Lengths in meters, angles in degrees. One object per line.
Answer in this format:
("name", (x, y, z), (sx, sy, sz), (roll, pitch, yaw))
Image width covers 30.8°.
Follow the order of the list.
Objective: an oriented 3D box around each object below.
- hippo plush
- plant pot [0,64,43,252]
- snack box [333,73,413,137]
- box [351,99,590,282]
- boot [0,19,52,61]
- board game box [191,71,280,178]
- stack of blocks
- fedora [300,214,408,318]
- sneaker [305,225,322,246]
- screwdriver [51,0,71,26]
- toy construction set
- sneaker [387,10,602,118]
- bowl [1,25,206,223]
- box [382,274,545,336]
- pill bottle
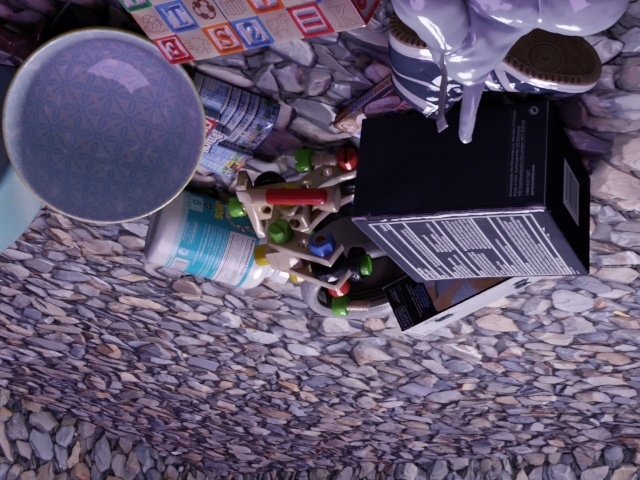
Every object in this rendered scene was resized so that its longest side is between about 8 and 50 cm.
("hippo plush", (0.213, -0.286, 1.261), (0.236, 0.294, 0.234), (-11, 174, 21))
("plant pot", (-0.571, -0.120, 1.871), (0.247, 0.252, 0.247), (9, 156, -1))
("snack box", (0.092, -0.202, 1.751), (0.064, 0.022, 0.178), (19, 154, -25))
("box", (0.240, -0.067, 1.788), (0.294, 0.183, 0.296), (-4, 158, 24))
("boot", (-0.449, -0.303, 1.682), (0.114, 0.037, 0.106), (29, 140, -1))
("board game box", (-0.192, -0.185, 1.837), (0.194, 0.060, 0.194), (18, 154, -20))
("stack of blocks", (-0.092, -0.303, 1.275), (0.297, 0.087, 0.171), (-4, 136, 39))
("fedora", (0.082, 0.035, 2.104), (0.275, 0.124, 0.244), (-2, 145, -26))
("sneaker", (0.000, 0.000, 2.184), (0.077, 0.072, 0.178), (-7, 162, 4))
("screwdriver", (-0.395, -0.310, 1.693), (0.024, 0.025, 0.170), (22, 143, -25))
("toy construction set", (-0.061, -0.040, 1.861), (0.237, 0.257, 0.309), (1, 163, 17))
("sneaker", (0.225, -0.226, 1.562), (0.282, 0.099, 0.153), (13, 151, 6))
("bowl", (-0.317, -0.186, 1.724), (0.289, 0.289, 0.156), (15, -162, -14))
("box", (0.269, 0.063, 2.003), (0.290, 0.087, 0.169), (-27, 166, 14))
("pill bottle", (-0.180, 0.002, 2.133), (0.264, 0.146, 0.146), (16, 154, -17))
